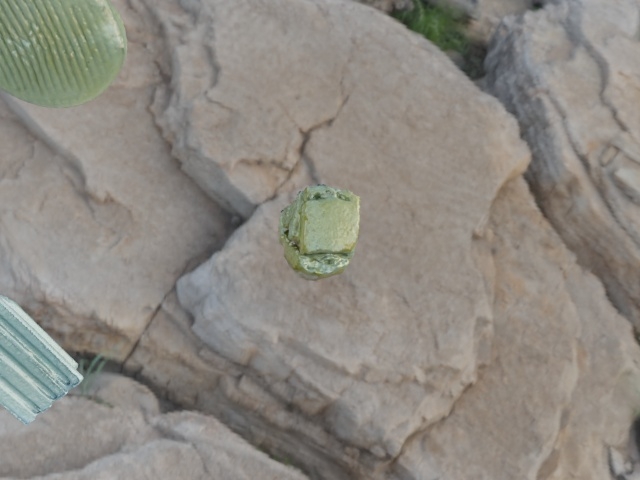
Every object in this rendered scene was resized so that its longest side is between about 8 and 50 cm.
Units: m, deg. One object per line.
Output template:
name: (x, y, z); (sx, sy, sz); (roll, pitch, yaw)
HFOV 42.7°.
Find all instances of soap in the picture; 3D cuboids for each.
soap: (-0.457, 0.167, 1.198); (0.114, 0.198, 0.063); (-39, 33, -9)

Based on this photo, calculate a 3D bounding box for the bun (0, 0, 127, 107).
bun: (-0.346, -0.271, 1.018); (0.221, 0.221, 0.108); (9, 44, -13)

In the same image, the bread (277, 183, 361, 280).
bread: (-0.001, 0.003, 1.092); (0.103, 0.156, 0.110); (5, 70, -11)
